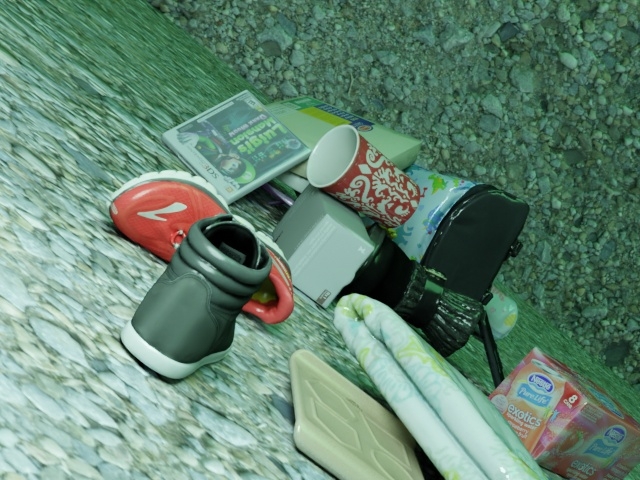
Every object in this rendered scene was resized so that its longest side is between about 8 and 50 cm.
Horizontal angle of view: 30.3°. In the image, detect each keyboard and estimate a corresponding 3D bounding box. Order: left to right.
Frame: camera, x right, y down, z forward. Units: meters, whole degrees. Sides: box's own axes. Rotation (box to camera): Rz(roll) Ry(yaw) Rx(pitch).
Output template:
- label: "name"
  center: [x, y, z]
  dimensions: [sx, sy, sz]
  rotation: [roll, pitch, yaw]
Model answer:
- label: "keyboard"
  center: [0.315, 0.219, 2.154]
  dimensions: [0.108, 0.023, 0.180]
  rotation: [-46, 122, -75]

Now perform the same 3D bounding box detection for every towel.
- label: "towel"
  center: [0.191, 0.247, 1.461]
  dimensions: [0.320, 0.090, 0.374]
  rotation: [47, 2, -43]

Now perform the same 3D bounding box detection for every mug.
- label: "mug"
  center: [0.069, -0.106, 1.925]
  dimensions: [0.169, 0.113, 0.150]
  rotation: [33, 12, -35]

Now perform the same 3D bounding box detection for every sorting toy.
- label: "sorting toy"
  center: [0.039, 0.224, 1.309]
  dimensions: [0.193, 0.038, 0.208]
  rotation: [38, 14, -13]

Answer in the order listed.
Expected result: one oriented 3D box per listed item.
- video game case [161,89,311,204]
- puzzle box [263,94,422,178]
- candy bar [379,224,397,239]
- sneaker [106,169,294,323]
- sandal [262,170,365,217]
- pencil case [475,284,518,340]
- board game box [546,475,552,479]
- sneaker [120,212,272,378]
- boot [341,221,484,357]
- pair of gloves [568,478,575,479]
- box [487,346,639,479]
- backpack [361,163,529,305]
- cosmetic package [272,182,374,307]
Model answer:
- label: "video game case"
  center: [-0.140, -0.160, 1.987]
  dimensions: [0.173, 0.190, 0.022]
  rotation: [44, -34, 20]
- label: "puzzle box"
  center: [0.014, -0.186, 2.220]
  dimensions: [0.272, 0.052, 0.409]
  rotation: [23, 19, 15]
- label: "candy bar"
  center: [0.100, 0.013, 2.224]
  dimensions: [0.040, 0.018, 0.161]
  rotation: [40, -35, 2]
- label: "sneaker"
  center: [-0.128, 0.014, 1.409]
  dimensions: [0.279, 0.107, 0.118]
  rotation: [31, 23, -35]
- label: "sandal"
  center: [-0.069, -0.116, 2.187]
  dimensions: [0.416, 0.102, 0.169]
  rotation: [33, 23, 35]
- label: "pencil case"
  center: [0.316, 0.117, 2.610]
  dimensions: [0.273, 0.113, 0.124]
  rotation: [35, 20, -29]
- label: "board game box"
  center: [0.346, 0.400, 1.703]
  dimensions: [0.169, 0.033, 0.133]
  rotation: [36, 17, -13]
- label: "sneaker"
  center: [-0.104, 0.044, 1.218]
  dimensions: [0.105, 0.147, 0.296]
  rotation: [39, 8, 0]
- label: "boot"
  center: [0.154, 0.094, 2.034]
  dimensions: [0.260, 0.131, 0.348]
  rotation: [41, 9, 4]
- label: "pair of gloves"
  center: [0.486, 0.468, 1.962]
  dimensions: [0.198, 0.023, 0.159]
  rotation: [33, 11, -44]
- label: "box"
  center: [0.444, 0.324, 2.081]
  dimensions: [0.300, 0.142, 0.154]
  rotation: [31, 15, -45]
- label: "backpack"
  center: [0.212, -0.022, 2.383]
  dimensions: [0.273, 0.290, 0.355]
  rotation: [29, 5, -15]
- label: "cosmetic package"
  center: [0.000, 0.000, 1.880]
  dimensions: [0.107, 0.127, 0.238]
  rotation: [37, 8, -11]
